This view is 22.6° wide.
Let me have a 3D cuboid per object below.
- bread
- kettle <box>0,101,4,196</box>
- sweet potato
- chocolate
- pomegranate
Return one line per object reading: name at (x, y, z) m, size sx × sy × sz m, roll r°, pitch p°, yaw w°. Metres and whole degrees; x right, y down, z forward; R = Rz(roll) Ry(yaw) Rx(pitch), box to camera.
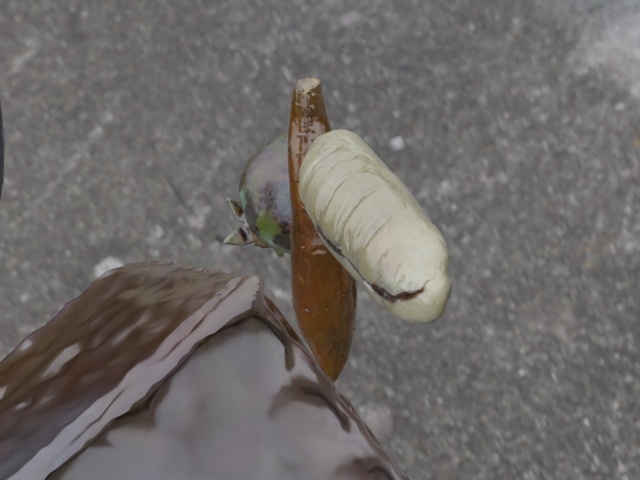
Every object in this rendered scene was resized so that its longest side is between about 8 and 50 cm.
bread at (0.027, -0.012, 1.065) m, size 0.053 × 0.073 × 0.214 m, roll 6°, pitch 26°, yaw -24°
kettle at (-0.276, -0.016, 0.699) m, size 0.290 × 0.268 × 0.207 m, roll -1°, pitch 45°, yaw 51°
sweet potato at (0.001, 0.000, 1.267) m, size 0.057 × 0.265 × 0.057 m, roll -2°, pitch 27°, yaw 1°
chocolate at (-0.116, 0.135, 0.371) m, size 0.321 × 0.112 × 0.112 m, roll -40°, pitch 14°, yaw -23°
pomegranate at (-0.032, -0.049, 1.796) m, size 0.169 × 0.148 × 0.148 m, roll -5°, pitch 45°, yaw 51°
